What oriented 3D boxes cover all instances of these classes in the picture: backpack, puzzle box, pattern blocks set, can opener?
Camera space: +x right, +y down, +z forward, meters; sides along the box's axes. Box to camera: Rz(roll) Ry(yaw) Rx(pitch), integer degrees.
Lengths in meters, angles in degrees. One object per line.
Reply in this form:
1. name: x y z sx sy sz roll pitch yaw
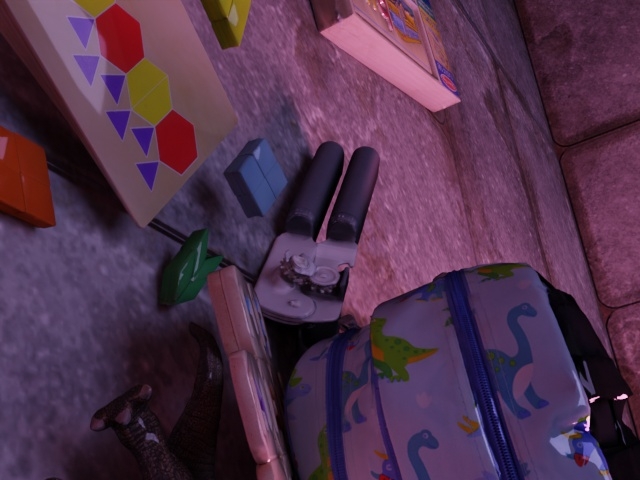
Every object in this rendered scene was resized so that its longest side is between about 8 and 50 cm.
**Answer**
1. backpack: 0.116 0.151 0.623 0.355 0.274 0.290 102 -21 -77
2. puzzle box: 0.079 -0.358 1.247 0.409 0.052 0.272 13 60 -62
3. pattern blocks set: -0.129 -0.118 0.566 0.285 0.026 0.324 -48 125 -48
4. can opener: 0.000 0.000 0.794 0.280 0.074 0.093 -72 170 -52

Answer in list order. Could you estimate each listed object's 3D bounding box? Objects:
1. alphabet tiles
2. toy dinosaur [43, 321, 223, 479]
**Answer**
1. alphabet tiles: -0.020 0.160 0.537 0.278 0.021 0.284 79 -5 -79
2. toy dinosaur: -0.084 0.177 0.432 0.313 0.121 0.160 -107 178 -51
